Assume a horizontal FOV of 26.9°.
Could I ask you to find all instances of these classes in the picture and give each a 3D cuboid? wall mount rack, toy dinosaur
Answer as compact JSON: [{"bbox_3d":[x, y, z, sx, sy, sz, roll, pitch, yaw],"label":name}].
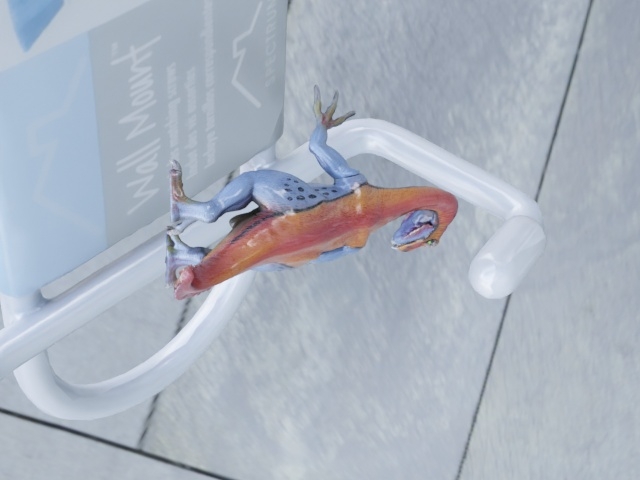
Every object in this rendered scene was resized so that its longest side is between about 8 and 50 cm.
[{"bbox_3d":[-0.048,-0.024,0.318,0.130,0.350,0.304,33,51,28],"label":"wall mount rack"},{"bbox_3d":[0.000,0.000,0.355,0.082,0.047,0.090,1,35,-9],"label":"toy dinosaur"}]
